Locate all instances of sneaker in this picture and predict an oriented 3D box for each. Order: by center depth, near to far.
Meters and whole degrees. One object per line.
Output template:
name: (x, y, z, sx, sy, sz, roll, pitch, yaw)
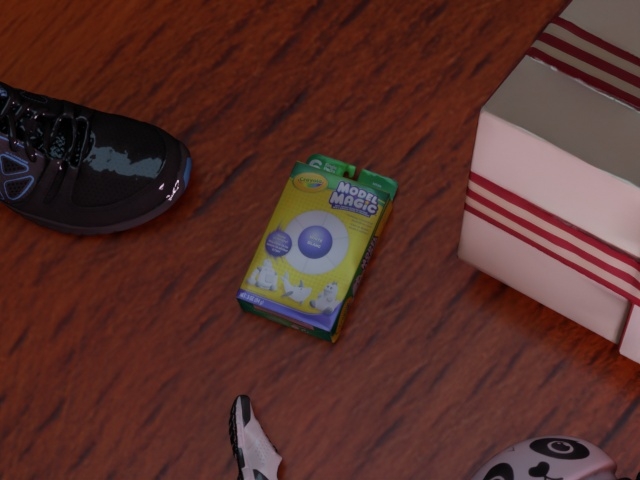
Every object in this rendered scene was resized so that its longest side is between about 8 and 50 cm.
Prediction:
sneaker: (-0.061, 0.198, 1.564, 0.044, 0.040, 0.109, -7, 71, -13)
sneaker: (-0.300, -0.092, 1.646, 0.341, 0.139, 0.125, 7, 67, 8)

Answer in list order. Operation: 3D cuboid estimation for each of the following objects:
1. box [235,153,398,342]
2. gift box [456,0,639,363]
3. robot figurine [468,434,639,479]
box: (0.000, 0.000, 1.626, 0.105, 0.043, 0.179, 19, 71, 13)
gift box: (0.300, -0.053, 1.505, 0.258, 0.276, 0.255, 29, 62, 20)
robot figurine: (0.231, 0.298, 1.411, 0.173, 0.209, 0.278, -46, 66, 27)
